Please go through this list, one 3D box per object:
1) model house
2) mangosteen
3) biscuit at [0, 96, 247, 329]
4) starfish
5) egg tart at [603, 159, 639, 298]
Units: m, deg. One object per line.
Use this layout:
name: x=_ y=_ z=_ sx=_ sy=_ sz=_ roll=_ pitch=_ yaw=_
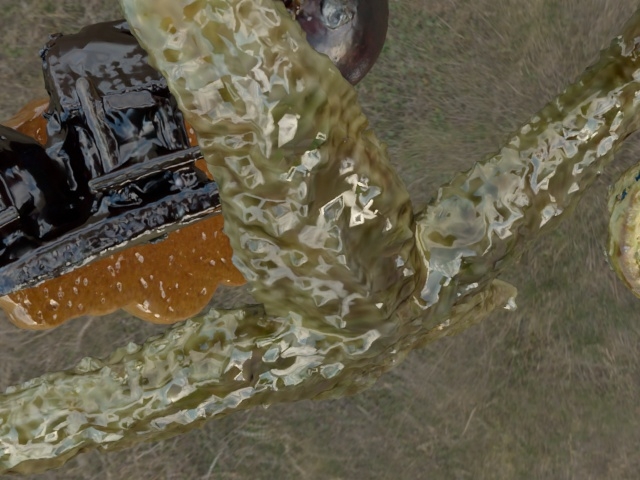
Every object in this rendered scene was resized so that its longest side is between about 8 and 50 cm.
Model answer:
model house: x=-0.177 y=-0.062 z=0.576 sx=0.203 sy=0.141 sz=0.164 roll=-23 pitch=96 yaw=-16
mangosteen: x=-0.042 y=-0.255 z=0.894 sx=0.235 sy=0.261 sz=0.236 roll=0 pitch=92 yaw=1
biscuit: x=-0.163 y=-0.021 z=0.790 sx=0.047 sy=0.334 sz=0.202 roll=2 pitch=91 yaw=41
starfish: x=0.000 y=0.000 z=0.412 sx=0.082 sy=0.432 sz=0.324 roll=58 pitch=144 yaw=37
egg tart: x=0.490 y=-0.014 z=1.021 sx=0.290 sy=0.107 sz=0.291 roll=7 pitch=110 yaw=21
